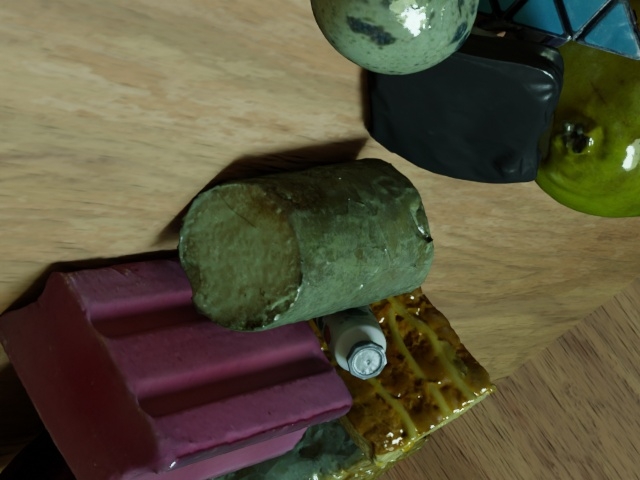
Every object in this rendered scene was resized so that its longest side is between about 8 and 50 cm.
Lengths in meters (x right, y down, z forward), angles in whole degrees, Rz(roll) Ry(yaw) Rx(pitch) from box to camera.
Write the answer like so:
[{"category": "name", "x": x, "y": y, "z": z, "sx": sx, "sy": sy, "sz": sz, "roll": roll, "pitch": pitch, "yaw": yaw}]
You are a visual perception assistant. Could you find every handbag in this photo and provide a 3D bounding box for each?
[{"category": "handbag", "x": 0.142, "y": -0.140, "z": 1.734, "sx": 0.332, "sy": 0.192, "sz": 0.075, "roll": 85, "pitch": 21, "yaw": -73}]

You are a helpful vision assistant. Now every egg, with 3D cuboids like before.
[{"category": "egg", "x": 0.059, "y": -0.210, "z": 1.400, "sx": 0.141, "sy": 0.141, "sz": 0.182, "roll": -36, "pitch": 165, "yaw": 7}]

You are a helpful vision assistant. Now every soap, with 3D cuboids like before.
[{"category": "soap", "x": -0.144, "y": 0.135, "z": 1.826, "sx": 0.128, "sy": 0.233, "sz": 0.359, "roll": -39, "pitch": 164, "yaw": 28}]

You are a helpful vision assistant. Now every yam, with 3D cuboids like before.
[{"category": "yam", "x": 0.000, "y": 0.000, "z": 1.847, "sx": 0.304, "sy": 0.168, "sz": 0.168, "roll": -13, "pitch": 153, "yaw": -50}]

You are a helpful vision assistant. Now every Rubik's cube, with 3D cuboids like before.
[{"category": "Rubik's cube", "x": 0.205, "y": -0.268, "z": 1.668, "sx": 0.178, "sy": 0.211, "sz": 0.190, "roll": -16, "pitch": -167, "yaw": 15}]

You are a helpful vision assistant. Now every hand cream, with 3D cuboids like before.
[{"category": "hand cream", "x": 0.019, "y": 0.076, "z": 1.977, "sx": 0.095, "sy": 0.276, "sz": 0.059, "roll": -6, "pitch": 116, "yaw": -13}]

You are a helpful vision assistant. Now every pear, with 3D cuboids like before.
[{"category": "pear", "x": 0.354, "y": -0.155, "z": 1.948, "sx": 0.269, "sy": 0.269, "sz": 0.321, "roll": -43, "pitch": 175, "yaw": 27}]

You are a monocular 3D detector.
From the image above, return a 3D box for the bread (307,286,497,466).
[{"category": "bread", "x": 0.067, "y": 0.125, "z": 2.126, "sx": 0.185, "sy": 0.274, "sz": 0.114, "roll": -32, "pitch": 167, "yaw": -7}]

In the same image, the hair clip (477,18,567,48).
[{"category": "hair clip", "x": 0.259, "y": -0.249, "z": 1.774, "sx": 0.257, "sy": 0.075, "sz": 0.146, "roll": -35, "pitch": -169, "yaw": 16}]

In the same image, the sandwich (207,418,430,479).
[{"category": "sandwich", "x": -0.048, "y": 0.248, "z": 2.277, "sx": 0.325, "sy": 0.262, "sz": 0.131, "roll": -39, "pitch": 158, "yaw": 15}]

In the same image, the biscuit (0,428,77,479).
[{"category": "biscuit", "x": -0.312, "y": 0.272, "z": 1.988, "sx": 0.407, "sy": 0.091, "sz": 0.407, "roll": -45, "pitch": 178, "yaw": -2}]
